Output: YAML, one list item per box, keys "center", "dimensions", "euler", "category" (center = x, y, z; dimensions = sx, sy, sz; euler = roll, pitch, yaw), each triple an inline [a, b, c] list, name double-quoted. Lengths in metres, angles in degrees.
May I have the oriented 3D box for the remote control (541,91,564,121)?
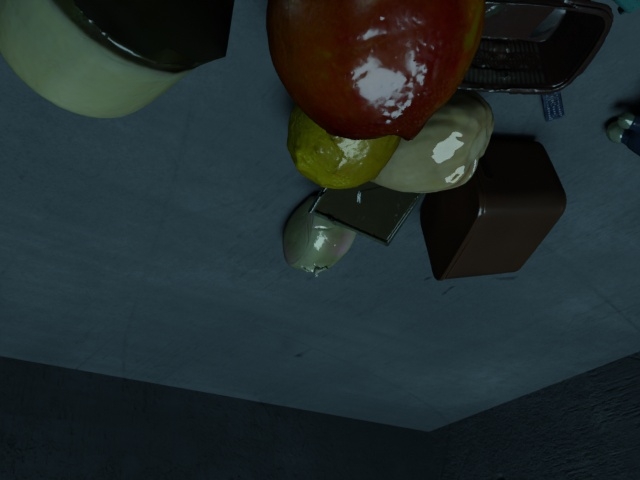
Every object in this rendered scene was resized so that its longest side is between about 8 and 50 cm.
- center: [0.518, -0.321, 1.346]
  dimensions: [0.043, 0.027, 0.152]
  euler: [-24, 145, 14]
  category: "remote control"

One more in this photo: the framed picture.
- center: [0.128, -0.109, 1.515]
  dimensions: [0.281, 0.019, 0.209]
  euler: [23, 108, -36]
  category: "framed picture"

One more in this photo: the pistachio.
- center: [0.230, -0.209, 1.315]
  dimensions: [0.318, 0.214, 0.193]
  euler: [-21, 172, 37]
  category: "pistachio"

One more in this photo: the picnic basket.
- center: [0.361, -0.392, 1.119]
  dimensions: [0.296, 0.129, 0.222]
  euler: [1, 147, -10]
  category: "picnic basket"

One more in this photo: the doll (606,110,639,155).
- center: [0.804, -0.291, 1.351]
  dimensions: [0.228, 0.154, 0.258]
  euler: [3, 138, -8]
  category: "doll"

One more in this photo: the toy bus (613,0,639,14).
- center: [0.474, -0.491, 0.978]
  dimensions: [0.256, 0.147, 0.128]
  euler: [18, 141, -31]
  category: "toy bus"

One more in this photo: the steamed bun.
- center: [0.000, 0.000, 1.615]
  dimensions: [0.170, 0.153, 0.239]
  euler: [9, 143, -25]
  category: "steamed bun"

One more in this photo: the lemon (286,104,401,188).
- center: [0.051, -0.228, 1.219]
  dimensions: [0.233, 0.234, 0.288]
  euler: [16, 136, -31]
  category: "lemon"

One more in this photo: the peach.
- center: [0.084, -0.339, 0.959]
  dimensions: [0.372, 0.290, 0.373]
  euler: [0, 108, -1]
  category: "peach"

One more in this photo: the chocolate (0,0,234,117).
- center: [-0.339, -0.360, 0.920]
  dimensions: [0.297, 0.326, 0.314]
  euler: [-15, 152, 42]
  category: "chocolate"

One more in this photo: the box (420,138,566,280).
- center: [0.417, -0.077, 1.505]
  dimensions: [0.229, 0.239, 0.339]
  euler: [-2, 146, -12]
  category: "box"
